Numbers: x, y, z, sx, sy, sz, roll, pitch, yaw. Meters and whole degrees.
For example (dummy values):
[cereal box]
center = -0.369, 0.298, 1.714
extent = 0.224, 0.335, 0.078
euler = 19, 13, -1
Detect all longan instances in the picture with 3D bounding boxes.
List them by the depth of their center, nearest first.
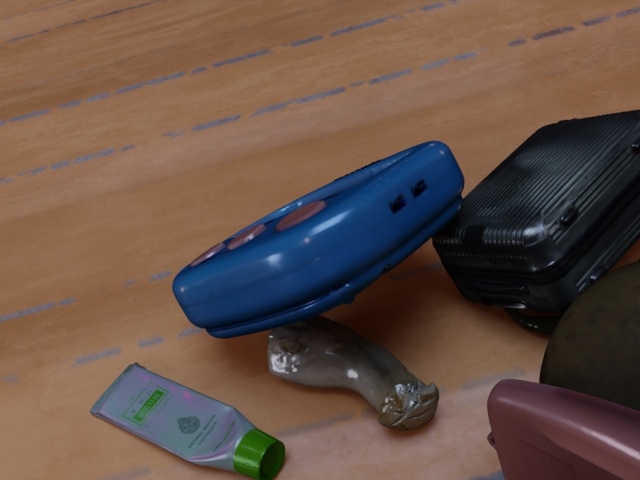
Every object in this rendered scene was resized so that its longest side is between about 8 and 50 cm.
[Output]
[longan]
center = 0.338, 0.122, 0.743
extent = 0.246, 0.246, 0.215
euler = -8, 89, 8

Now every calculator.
[calculator]
center = 0.265, 0.232, 0.650
extent = 0.048, 0.220, 0.329
euler = -34, 28, -26

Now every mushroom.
[mushroom]
center = 0.039, 0.153, 0.916
extent = 0.223, 0.081, 0.092
euler = 22, 33, 29

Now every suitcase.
[suitcase]
center = 0.298, -0.047, 0.962
extent = 0.312, 0.128, 0.202
euler = -41, 20, -23

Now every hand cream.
[hand cream]
center = -0.163, 0.218, 0.937
extent = 0.275, 0.050, 0.079
euler = 14, 24, 33

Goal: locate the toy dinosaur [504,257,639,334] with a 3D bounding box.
[toy dinosaur]
center = 0.340, 0.080, 0.949
extent = 0.187, 0.087, 0.179
euler = -20, 5, -26

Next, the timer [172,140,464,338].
[timer]
center = 0.000, 0.000, 0.935
extent = 0.340, 0.115, 0.309
euler = -21, 11, 46
